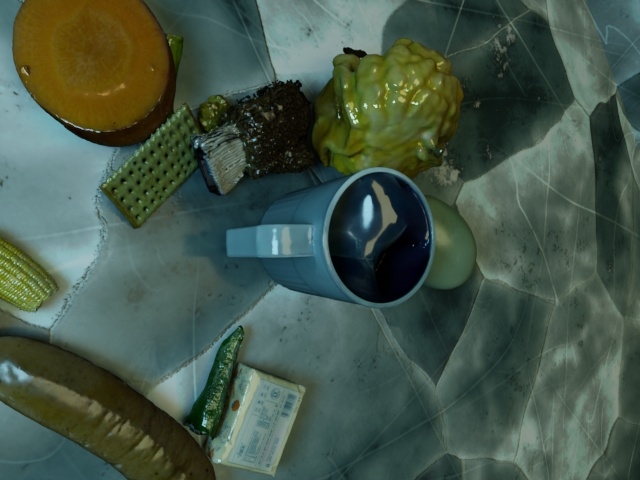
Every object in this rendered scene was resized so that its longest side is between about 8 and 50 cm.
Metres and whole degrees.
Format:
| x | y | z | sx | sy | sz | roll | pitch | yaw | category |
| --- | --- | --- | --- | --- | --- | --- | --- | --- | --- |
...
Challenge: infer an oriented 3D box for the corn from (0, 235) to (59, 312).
| x | y | z | sx | sy | sz | roll | pitch | yaw | category |
| --- | --- | --- | --- | --- | --- | --- | --- | --- | --- |
| -0.527 | 0.052 | 0.780 | 0.165 | 0.063 | 0.085 | 48 | 57 | -23 | corn |

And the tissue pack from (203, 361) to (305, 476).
| x | y | z | sx | sy | sz | roll | pitch | yaw | category |
| --- | --- | --- | --- | --- | --- | --- | --- | --- | --- |
| -0.138 | 0.378 | 0.993 | 0.148 | 0.092 | 0.196 | 30 | 72 | -29 | tissue pack |

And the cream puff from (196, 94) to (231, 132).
| x | y | z | sx | sy | sz | roll | pitch | yaw | category |
| --- | --- | --- | --- | --- | --- | --- | --- | --- | --- |
| -0.224 | -0.266 | 0.982 | 0.058 | 0.083 | 0.083 | 22 | 87 | 16 | cream puff |

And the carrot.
| x | y | z | sx | sy | sz | roll | pitch | yaw | category |
| --- | --- | --- | --- | --- | --- | --- | --- | --- | --- |
| -0.391 | -0.325 | 0.832 | 0.259 | 0.100 | 0.306 | -8 | 89 | -22 | carrot |

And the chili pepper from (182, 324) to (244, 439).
| x | y | z | sx | sy | sz | roll | pitch | yaw | category |
| --- | --- | --- | --- | --- | --- | --- | --- | --- | --- |
| -0.204 | 0.283 | 0.963 | 0.059 | 0.088 | 0.226 | 36 | 68 | -41 | chili pepper |

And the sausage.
| x | y | z | sx | sy | sz | roll | pitch | yaw | category |
| --- | --- | --- | --- | --- | --- | --- | --- | --- | --- |
| -0.372 | 0.326 | 0.836 | 0.136 | 0.123 | 0.500 | -42 | 112 | 0 | sausage |

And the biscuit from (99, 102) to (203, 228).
| x | y | z | sx | sy | sz | roll | pitch | yaw | category |
| --- | --- | --- | --- | --- | --- | --- | --- | --- | --- |
| -0.308 | -0.143 | 0.903 | 0.231 | 0.016 | 0.139 | -52 | 152 | -22 | biscuit |

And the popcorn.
| x | y | z | sx | sy | sz | roll | pitch | yaw | category |
| --- | --- | --- | --- | --- | --- | --- | --- | --- | --- |
| 0.142 | -0.306 | 1.071 | 0.349 | 0.349 | 0.381 | 12 | 47 | -31 | popcorn |

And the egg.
| x | y | z | sx | sy | sz | roll | pitch | yaw | category |
| --- | --- | --- | --- | --- | --- | --- | --- | --- | --- |
| 0.282 | 0.005 | 1.197 | 0.282 | 0.203 | 0.203 | 50 | 65 | -18 | egg |

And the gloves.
| x | y | z | sx | sy | sz | roll | pitch | yaw | category |
| --- | --- | --- | --- | --- | --- | --- | --- | --- | --- |
| -0.121 | -0.212 | 0.977 | 0.312 | 0.135 | 0.210 | -44 | 141 | -19 | gloves |

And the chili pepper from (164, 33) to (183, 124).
| x | y | z | sx | sy | sz | roll | pitch | yaw | category |
| --- | --- | --- | --- | --- | --- | --- | --- | --- | --- |
| -0.304 | -0.313 | 0.934 | 0.050 | 0.052 | 0.201 | 4 | 88 | -2 | chili pepper |

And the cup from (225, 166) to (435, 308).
| x | y | z | sx | sy | sz | roll | pitch | yaw | category |
| --- | --- | --- | --- | --- | --- | --- | --- | --- | --- |
| 0.011 | 0.016 | 0.967 | 0.331 | 0.311 | 0.256 | -34 | 106 | -27 | cup |
